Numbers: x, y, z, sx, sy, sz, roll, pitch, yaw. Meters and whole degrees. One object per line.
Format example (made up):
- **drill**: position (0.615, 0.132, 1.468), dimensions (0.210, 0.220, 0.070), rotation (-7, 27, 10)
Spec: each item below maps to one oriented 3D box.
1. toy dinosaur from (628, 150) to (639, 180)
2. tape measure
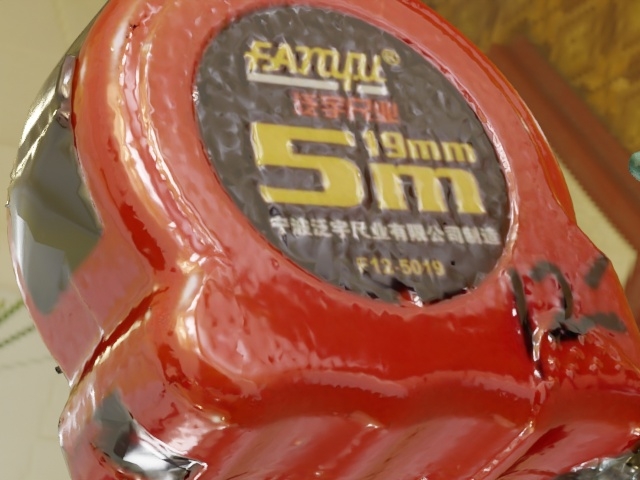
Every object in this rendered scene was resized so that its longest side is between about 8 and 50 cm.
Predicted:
- **toy dinosaur**: position (0.266, -0.137, 0.595), dimensions (0.330, 0.384, 0.129), rotation (-70, 20, 5)
- **tape measure**: position (-0.001, 0.000, 0.674), dimensions (0.114, 0.253, 0.260), rotation (-48, 48, 44)
